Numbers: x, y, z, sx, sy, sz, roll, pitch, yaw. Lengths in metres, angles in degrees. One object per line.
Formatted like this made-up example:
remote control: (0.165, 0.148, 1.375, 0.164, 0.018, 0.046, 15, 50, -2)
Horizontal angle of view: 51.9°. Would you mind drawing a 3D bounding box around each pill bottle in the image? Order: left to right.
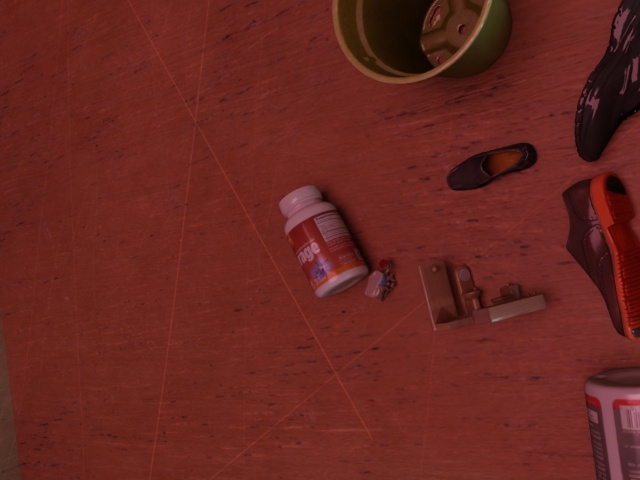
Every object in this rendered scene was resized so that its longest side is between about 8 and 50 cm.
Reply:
pill bottle: (0.000, 0.000, 1.353, 0.121, 0.121, 0.216, -36, 73, 29)
pill bottle: (0.509, 0.351, 1.013, 0.161, 0.161, 0.284, -8, 88, 33)

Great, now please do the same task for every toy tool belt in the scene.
toy tool belt: (0.127, 0.081, 1.325, 0.052, 0.051, 0.083, 27, 94, 46)

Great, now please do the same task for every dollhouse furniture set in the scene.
dollhouse furniture set: (0.280, 0.081, 1.161, 0.151, 0.144, 0.123, 150, 108, -68)

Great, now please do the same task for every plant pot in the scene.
plant pot: (0.203, -0.389, 1.123, 0.276, 0.253, 0.276, 2, 94, 34)

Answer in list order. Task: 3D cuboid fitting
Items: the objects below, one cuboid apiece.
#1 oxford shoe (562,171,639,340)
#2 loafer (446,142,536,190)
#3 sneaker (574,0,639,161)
oxford shoe: (0.469, 0.030, 1.080, 0.098, 0.096, 0.272, -19, 77, 52)
loafer: (0.299, -0.135, 1.186, 0.170, 0.061, 0.062, -24, 81, 32)
sneaker: (0.493, -0.254, 1.033, 0.130, 0.109, 0.287, 26, 108, 23)
